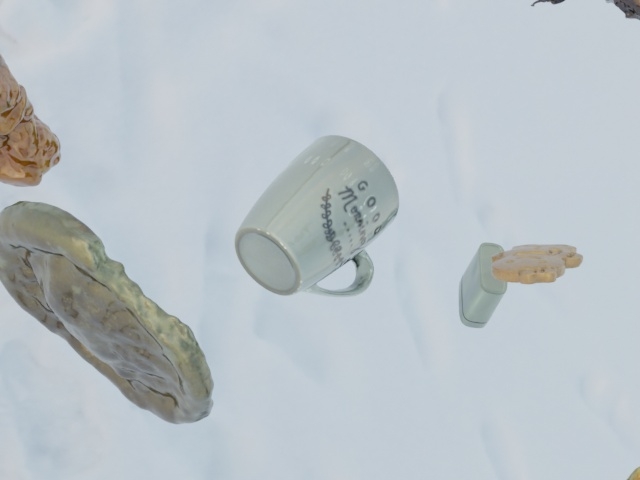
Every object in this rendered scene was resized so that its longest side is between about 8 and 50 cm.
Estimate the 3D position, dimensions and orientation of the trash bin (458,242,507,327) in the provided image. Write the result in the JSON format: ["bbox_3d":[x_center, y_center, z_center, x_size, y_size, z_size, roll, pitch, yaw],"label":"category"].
[{"bbox_3d":[0.307,0.086,1.884,0.059,0.130,0.116,7,55,-7],"label":"trash bin"}]

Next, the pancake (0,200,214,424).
[{"bbox_3d":[-0.183,0.067,0.821,0.042,0.222,0.236,-51,121,-31],"label":"pancake"}]

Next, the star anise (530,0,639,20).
[{"bbox_3d":[0.311,-0.292,1.046,0.157,0.212,0.053,-49,128,-15],"label":"star anise"}]

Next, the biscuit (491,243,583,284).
[{"bbox_3d":[0.310,0.030,1.459,0.184,0.133,0.027,-19,109,-50],"label":"biscuit"}]

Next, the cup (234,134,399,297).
[{"bbox_3d":[0.000,0.000,1.592,0.234,0.186,0.258,-46,123,-35],"label":"cup"}]

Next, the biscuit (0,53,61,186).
[{"bbox_3d":[-0.459,-0.206,1.164,0.110,0.318,0.312,-47,162,-14],"label":"biscuit"}]

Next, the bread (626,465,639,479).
[{"bbox_3d":[0.441,0.341,1.287,0.024,0.110,0.110,33,58,-57],"label":"bread"}]
